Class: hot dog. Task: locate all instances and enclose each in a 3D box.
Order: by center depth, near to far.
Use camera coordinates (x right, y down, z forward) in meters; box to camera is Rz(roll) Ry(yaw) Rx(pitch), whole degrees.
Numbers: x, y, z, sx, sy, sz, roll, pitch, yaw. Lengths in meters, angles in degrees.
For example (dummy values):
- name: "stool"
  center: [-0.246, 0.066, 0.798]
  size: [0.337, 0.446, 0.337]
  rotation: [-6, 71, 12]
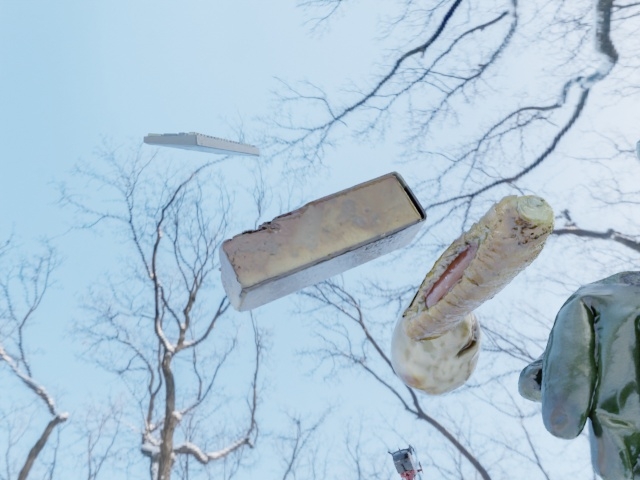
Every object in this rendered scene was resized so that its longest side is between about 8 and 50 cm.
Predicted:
- name: "hot dog"
  center: [0.175, 0.046, 0.797]
  size: [0.083, 0.068, 0.289]
  rotation: [6, -35, -16]

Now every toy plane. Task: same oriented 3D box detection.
- name: "toy plane"
  center: [0.134, 0.351, 1.039]
  size: [0.037, 0.060, 0.145]
  rotation: [-20, -29, 7]

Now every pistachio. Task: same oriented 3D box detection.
- name: "pistachio"
  center: [0.174, 0.149, 1.038]
  size: [0.144, 0.215, 0.143]
  rotation: [5, -65, 11]

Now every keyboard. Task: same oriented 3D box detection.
- name: "keyboard"
  center: [-0.117, -0.098, 0.704]
  size: [0.055, 0.176, 0.014]
  rotation: [1, -86, 14]

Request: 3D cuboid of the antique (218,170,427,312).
- name: "antique"
  center: [0.000, 0.000, 0.978]
  size: [0.310, 0.087, 0.093]
  rotation: [-22, -111, -24]

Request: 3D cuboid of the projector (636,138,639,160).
- name: "projector"
  center: [0.336, -0.086, 0.586]
  size: [0.083, 0.083, 0.082]
  rotation: [45, -79, 26]

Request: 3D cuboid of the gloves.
- name: "gloves"
  center: [0.224, 0.071, 0.468]
  size: [0.135, 0.268, 0.107]
  rotation: [-19, -87, 43]
